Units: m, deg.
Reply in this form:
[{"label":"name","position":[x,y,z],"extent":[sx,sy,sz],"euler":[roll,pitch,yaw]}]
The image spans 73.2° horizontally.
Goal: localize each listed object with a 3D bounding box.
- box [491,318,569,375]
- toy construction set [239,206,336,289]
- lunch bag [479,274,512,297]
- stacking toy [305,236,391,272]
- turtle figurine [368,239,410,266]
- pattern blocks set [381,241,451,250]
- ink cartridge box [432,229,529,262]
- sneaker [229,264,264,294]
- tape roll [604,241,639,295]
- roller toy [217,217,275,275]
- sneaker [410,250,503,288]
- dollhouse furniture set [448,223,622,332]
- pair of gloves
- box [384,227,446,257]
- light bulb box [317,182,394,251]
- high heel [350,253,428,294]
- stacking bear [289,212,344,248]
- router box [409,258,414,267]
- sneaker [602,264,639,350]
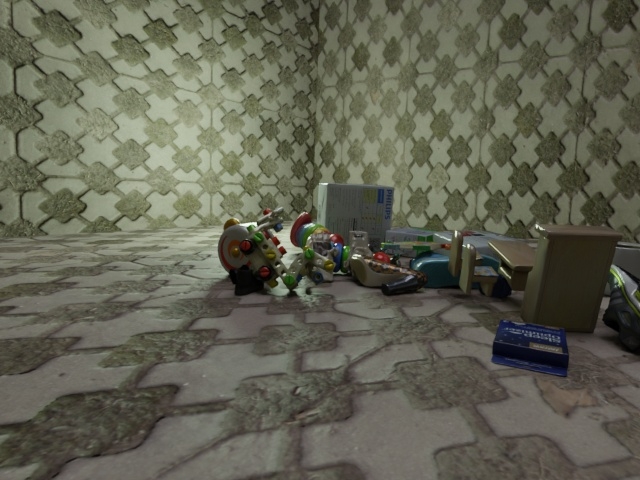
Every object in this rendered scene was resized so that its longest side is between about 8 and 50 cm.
[{"label":"box","position":[0.443,0.218,0.911],"extent":[0.137,0.036,0.225],"euler":[6,9,26]},{"label":"toy construction set","position":[-0.123,0.027,1.363],"extent":[0.215,0.327,0.151],"euler":[-35,-26,-7]},{"label":"lunch bag","position":[0.573,0.146,1.397],"extent":[0.065,0.067,0.099],"euler":[-6,13,-43]},{"label":"stacking toy","position":[0.106,0.072,1.663],"extent":[0.331,0.141,0.141],"euler":[7,7,2]},{"label":"turtle figurine","position":[0.268,0.063,1.788],"extent":[0.234,0.118,0.175],"euler":[18,11,-20]},{"label":"pattern blocks set","position":[0.376,0.019,1.643],"extent":[0.286,0.026,0.325],"euler":[1,2,19]},{"label":"ink cartridge box","position":[0.671,0.047,1.829],"extent":[0.272,0.129,0.309],"euler":[-4,13,-12]},{"label":"sneaker","position":[-0.223,0.115,1.326],"extent":[0.051,0.088,0.170],"euler":[5,8,22]},{"label":"tape roll","position":[1.064,0.098,1.520],"extent":[0.247,0.168,0.246],"euler":[3,7,0]},{"label":"roller toy","position":[-0.264,0.032,1.542],"extent":[0.191,0.209,0.146],"euler":[12,12,27]},{"label":"sneaker","position":[0.480,0.094,1.567],"extent":[0.320,0.126,0.208],"euler":[2,8,-4]},{"label":"dollhouse furniture set","position":[0.597,0.039,1.196],"extent":[0.363,0.256,0.394],"euler":[2,19,1]},{"label":"pair of gloves","position":[0.073,0.060,1.575],"extent":[0.241,0.204,0.042],"euler":[-3,-31,-12]},{"label":"box","position":[0.496,0.012,2.247],"extent":[0.231,0.126,0.262],"euler":[10,11,37]},{"label":"light bulb box","position":[0.178,-0.127,2.321],"extent":[0.362,0.357,0.225],"euler":[2,9,-12]},{"label":"high heel","position":[0.232,0.104,1.482],"extent":[0.186,0.093,0.261],"euler":[-9,28,-28]},{"label":"stacking bear","position":[0.000,0.000,2.085],"extent":[0.289,0.175,0.164],"euler":[23,60,44]},{"label":"router box","position":[0.454,0.102,1.837],"extent":[0.123,0.038,0.092],"euler":[7,8,37]},{"label":"sneaker","position":[0.722,0.150,1.023],"extent":[0.111,0.121,0.300],"euler":[36,25,10]}]
